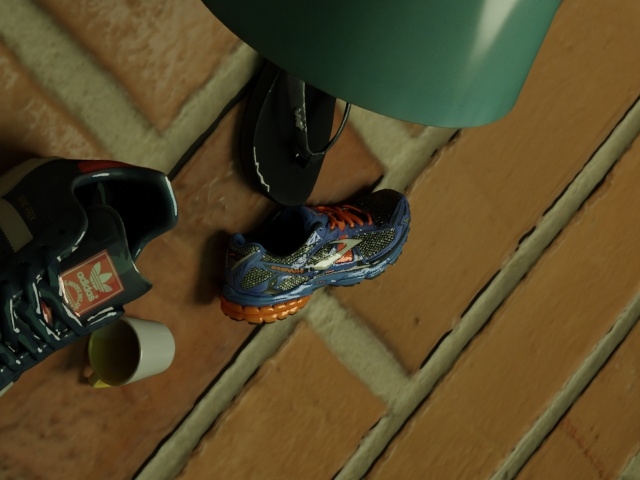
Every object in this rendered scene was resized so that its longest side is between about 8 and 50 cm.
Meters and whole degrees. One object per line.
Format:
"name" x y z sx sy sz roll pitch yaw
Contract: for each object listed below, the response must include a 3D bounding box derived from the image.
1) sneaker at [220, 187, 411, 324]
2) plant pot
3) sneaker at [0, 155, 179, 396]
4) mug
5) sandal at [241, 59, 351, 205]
"sneaker" 0.000 0.000 1.539 0.221 0.083 0.087 -29 128 -33
"plant pot" 0.070 -0.265 1.219 0.293 0.293 0.235 -7 136 -43
"sneaker" -0.214 0.043 1.178 0.350 0.148 0.131 -61 140 -48
"mug" -0.168 0.097 1.456 0.064 0.078 0.062 -1 84 -55
"sandal" -0.006 -0.144 1.451 0.097 0.054 0.255 -7 120 -43
